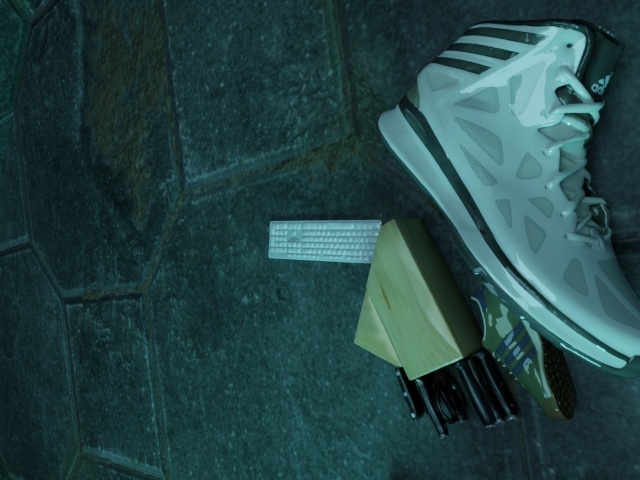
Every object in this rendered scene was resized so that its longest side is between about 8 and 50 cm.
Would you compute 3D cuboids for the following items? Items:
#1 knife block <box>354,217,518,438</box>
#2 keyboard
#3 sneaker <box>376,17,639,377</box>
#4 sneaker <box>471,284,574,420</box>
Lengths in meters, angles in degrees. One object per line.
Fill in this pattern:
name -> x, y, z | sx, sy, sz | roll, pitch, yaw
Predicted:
knife block -> 0.177, 0.127, 0.692 | 0.242, 0.088, 0.275 | 20, 106, 36
keyboard -> 0.000, 0.000, 0.874 | 0.256, 0.014, 0.072 | 1, 94, 39
sneaker -> 0.267, -0.086, 0.549 | 0.257, 0.169, 0.447 | -50, 61, 32
sneaker -> 0.260, 0.140, 0.645 | 0.086, 0.064, 0.192 | -25, 77, 45
